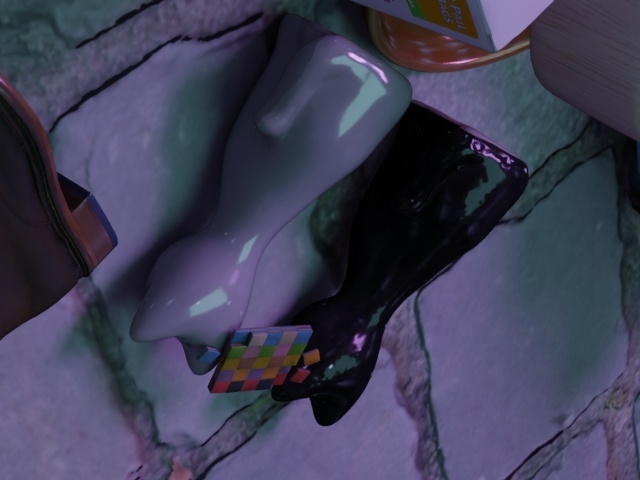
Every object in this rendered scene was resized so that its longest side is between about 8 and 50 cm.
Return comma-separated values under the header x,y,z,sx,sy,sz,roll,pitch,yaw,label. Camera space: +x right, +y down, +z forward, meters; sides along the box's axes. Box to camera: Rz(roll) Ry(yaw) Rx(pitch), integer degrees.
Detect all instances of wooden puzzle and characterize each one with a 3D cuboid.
x,y,z,sx,sy,sz,roll,pitch,yaw,label
-0.034,0.068,0.866,0.083,0.006,0.049,-1,135,-32,wooden puzzle

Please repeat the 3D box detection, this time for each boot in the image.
x,y,z,sx,sy,sz,roll,pitch,yaw,label
-0.179,-0.023,0.698,0.106,0.082,0.219,-50,140,-16,boot

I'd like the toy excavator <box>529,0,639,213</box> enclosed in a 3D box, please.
x,y,z,sx,sy,sz,roll,pitch,yaw,label
0.310,-0.123,0.994,0.433,0.222,0.445,-41,143,-20,toy excavator

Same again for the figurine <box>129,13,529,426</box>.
x,y,z,sx,sy,sz,roll,pitch,yaw,label
0.000,0.000,0.897,0.215,0.092,0.209,28,94,-48,figurine

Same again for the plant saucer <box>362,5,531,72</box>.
x,y,z,sx,sy,sz,roll,pitch,yaw,label
0.112,-0.175,0.886,0.200,0.037,0.200,-21,154,-11,plant saucer

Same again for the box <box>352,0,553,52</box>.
x,y,z,sx,sy,sz,roll,pitch,yaw,label
0.030,-0.186,0.727,0.103,0.203,0.114,-44,136,-19,box
